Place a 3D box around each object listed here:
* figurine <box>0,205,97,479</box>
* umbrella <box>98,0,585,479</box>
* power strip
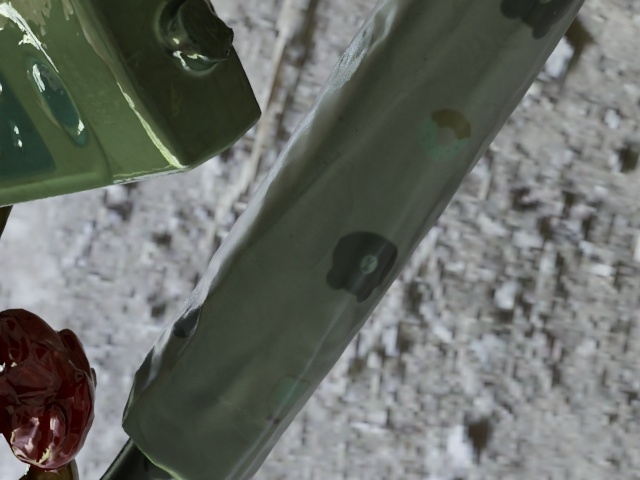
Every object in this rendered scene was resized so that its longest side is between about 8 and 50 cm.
[{"bbox_3d":[-0.296,0.134,0.818,0.268,0.387,0.401,17,100,38],"label":"figurine"},{"bbox_3d":[0.000,0.000,0.743,0.073,0.067,0.337,38,108,15],"label":"umbrella"},{"bbox_3d":[-0.128,-0.053,0.671,0.286,0.048,0.080,-7,115,51],"label":"power strip"}]
